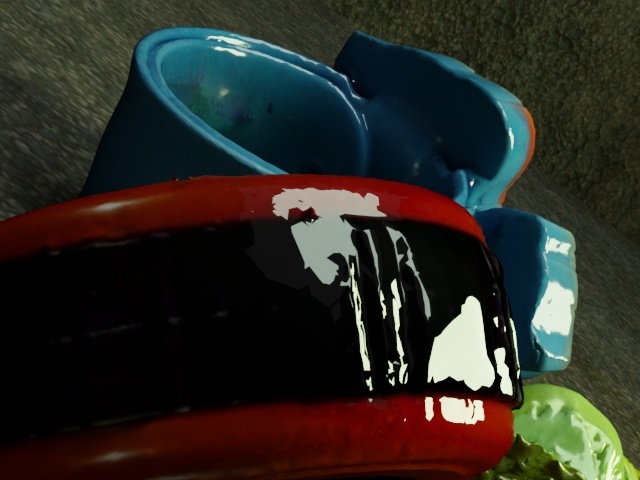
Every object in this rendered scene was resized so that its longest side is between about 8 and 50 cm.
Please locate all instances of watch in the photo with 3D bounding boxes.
[{"bbox_3d":[0.000,0.000,1.036,0.275,0.241,0.305,4,29,-43],"label":"watch"}]

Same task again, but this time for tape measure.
[{"bbox_3d":[-0.047,0.054,0.641,0.253,0.260,0.114,15,62,-59],"label":"tape measure"}]

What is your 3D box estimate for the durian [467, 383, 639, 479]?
[{"bbox_3d":[0.101,0.172,0.803,0.200,0.176,0.237,17,10,-23],"label":"durian"}]
